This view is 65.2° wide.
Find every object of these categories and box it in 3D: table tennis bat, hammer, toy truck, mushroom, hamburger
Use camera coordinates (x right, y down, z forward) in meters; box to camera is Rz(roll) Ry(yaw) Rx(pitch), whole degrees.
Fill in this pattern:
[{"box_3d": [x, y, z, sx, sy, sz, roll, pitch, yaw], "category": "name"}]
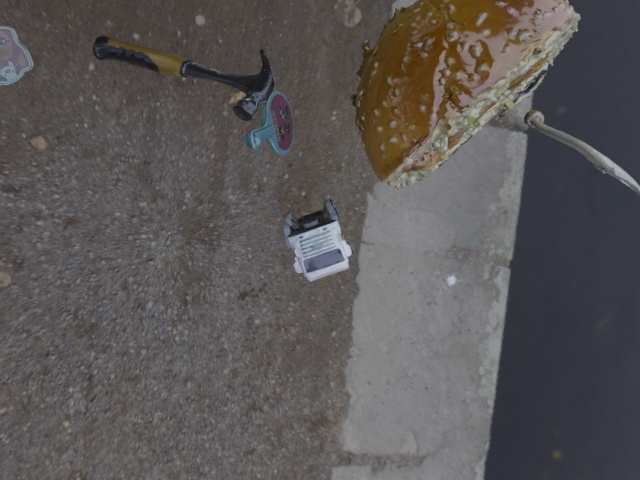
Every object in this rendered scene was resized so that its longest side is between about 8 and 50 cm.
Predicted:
[{"box_3d": [-0.116, -0.270, 1.198, 0.040, 0.244, 0.153, -2, 115, 21], "category": "table tennis bat"}, {"box_3d": [-0.136, -0.173, 0.492, 0.201, 0.021, 0.078, 19, 64, 16], "category": "hammer"}, {"box_3d": [0.000, 0.000, 0.878, 0.098, 0.227, 0.114, -20, 100, 3], "category": "toy truck"}, {"box_3d": [0.520, -0.175, 0.989, 0.068, 0.306, 0.043, -8, 135, -38], "category": "mushroom"}, {"box_3d": [0.213, -0.319, 0.927, 0.445, 0.268, 0.287, -44, 78, 20], "category": "hamburger"}]

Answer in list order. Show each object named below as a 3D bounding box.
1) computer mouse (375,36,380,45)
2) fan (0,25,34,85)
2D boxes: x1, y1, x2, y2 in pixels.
[{"box_3d": [0.220, -0.554, 1.445, 0.106, 0.192, 0.062, -30, 133, 23], "category": "computer mouse"}, {"box_3d": [-0.754, -0.450, 1.126, 0.132, 0.009, 0.220, -37, 96, -12], "category": "fan"}]
